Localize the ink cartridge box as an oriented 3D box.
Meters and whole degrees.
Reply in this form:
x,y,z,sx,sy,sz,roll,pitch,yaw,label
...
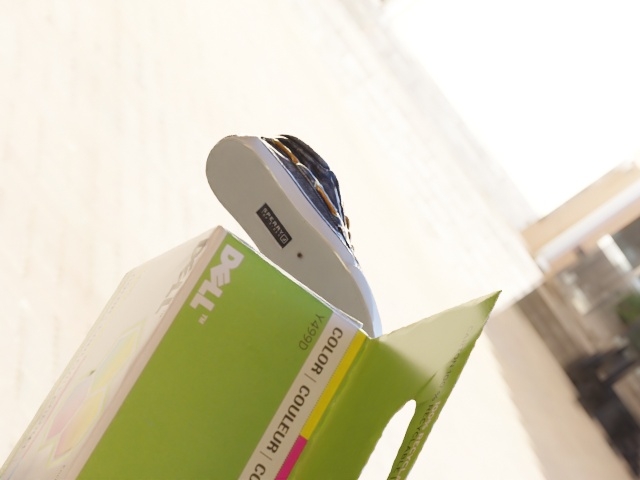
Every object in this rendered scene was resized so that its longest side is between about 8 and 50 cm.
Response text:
x,y,z,sx,sy,sz,roll,pitch,yaw,label
-0.052,0.089,0.781,0.097,0.189,0.255,37,-24,-14,ink cartridge box

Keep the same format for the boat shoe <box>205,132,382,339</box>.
x,y,z,sx,sy,sz,roll,pitch,yaw,label
0.000,0.000,1.209,0.183,0.065,0.083,58,31,11,boat shoe
